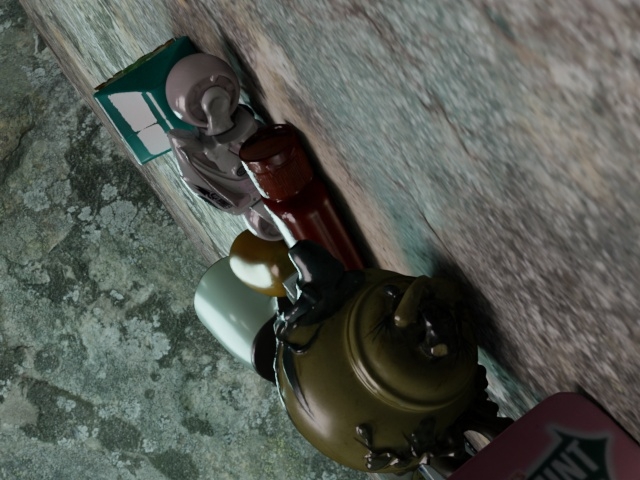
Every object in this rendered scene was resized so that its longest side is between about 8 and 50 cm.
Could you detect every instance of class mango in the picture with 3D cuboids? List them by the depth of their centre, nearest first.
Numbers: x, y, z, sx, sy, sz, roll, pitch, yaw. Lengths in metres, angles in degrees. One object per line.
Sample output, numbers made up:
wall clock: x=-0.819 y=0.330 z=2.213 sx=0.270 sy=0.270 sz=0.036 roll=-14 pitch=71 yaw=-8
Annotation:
mango: x=-0.072 y=0.032 z=1.423 sx=0.184 sy=0.085 sz=0.102 roll=11 pitch=133 yaw=62

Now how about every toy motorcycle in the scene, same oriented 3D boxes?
toy motorcycle: x=-0.096 y=-0.085 z=1.033 sx=0.112 sy=0.112 sz=0.254 roll=45 pitch=168 yaw=44

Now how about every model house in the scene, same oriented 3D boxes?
model house: x=-0.185 y=-0.163 z=1.136 sx=0.100 sy=0.127 sz=0.149 roll=57 pitch=173 yaw=-21

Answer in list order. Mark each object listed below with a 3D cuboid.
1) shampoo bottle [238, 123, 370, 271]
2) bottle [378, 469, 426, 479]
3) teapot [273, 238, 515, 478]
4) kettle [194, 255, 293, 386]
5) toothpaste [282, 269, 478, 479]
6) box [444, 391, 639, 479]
shampoo bottle: x=0.000 y=0.000 z=0.999 sx=0.102 sy=0.064 sz=0.260 roll=48 pitch=169 yaw=54
bottle: x=0.155 y=0.391 z=1.585 sx=0.270 sy=0.083 sz=0.083 roll=56 pitch=171 yaw=-35
teapot: x=0.069 y=0.104 z=0.801 sx=0.269 sy=0.173 sz=0.182 roll=44 pitch=145 yaw=3
kettle: x=-0.103 y=0.115 z=1.699 sx=0.236 sy=0.161 sz=0.221 roll=40 pitch=132 yaw=54
toothpaste: x=0.077 y=0.172 z=1.232 sx=0.336 sy=0.067 sz=0.081 roll=52 pitch=173 yaw=12
box: x=0.167 y=0.275 z=0.780 sx=0.112 sy=0.190 sz=0.370 roll=48 pitch=170 yaw=35
